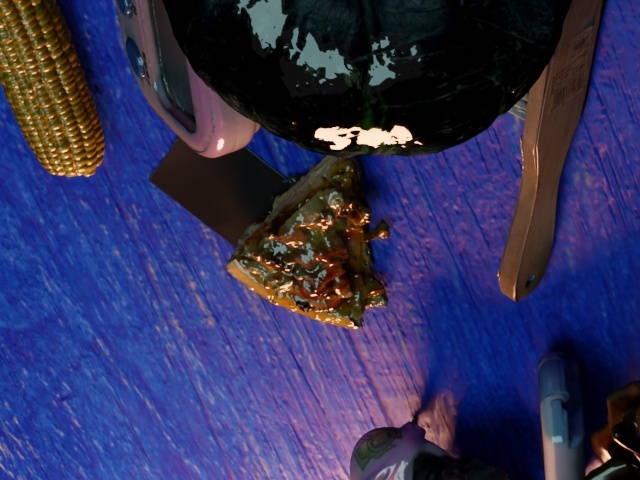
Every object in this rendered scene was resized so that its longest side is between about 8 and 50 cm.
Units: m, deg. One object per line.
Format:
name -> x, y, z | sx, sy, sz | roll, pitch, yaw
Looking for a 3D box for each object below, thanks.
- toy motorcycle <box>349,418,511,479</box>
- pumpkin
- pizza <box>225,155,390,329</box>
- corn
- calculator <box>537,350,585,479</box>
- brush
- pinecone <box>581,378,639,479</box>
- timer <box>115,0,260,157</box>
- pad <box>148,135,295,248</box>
toy motorcycle -> 0.108, 0.281, 1.757 | 0.188, 0.143, 0.327 | 32, 150, 15
pumpkin -> 0.032, -0.203, 1.300 | 0.315, 0.315, 0.238 | 29, 162, 6
pizza -> -0.002, 0.000, 1.619 | 0.154, 0.069, 0.194 | 27, 136, 8
corn -> -0.258, -0.161, 1.634 | 0.080, 0.080, 0.238 | 2, 129, 28
calculator -> 0.220, 0.199, 1.629 | 0.039, 0.121, 0.210 | -3, 127, 8
brush -> 0.171, -0.083, 1.471 | 0.065, 0.070, 0.327 | 32, 139, 29
pinecone -> 0.374, 0.289, 1.454 | 0.398, 0.398, 0.397 | 15, 132, 18
timer -> -0.112, -0.181, 1.484 | 0.191, 0.069, 0.208 | 44, 148, 48
pad -> -0.063, -0.030, 1.682 | 0.193, 0.004, 0.116 | 37, 135, -4
